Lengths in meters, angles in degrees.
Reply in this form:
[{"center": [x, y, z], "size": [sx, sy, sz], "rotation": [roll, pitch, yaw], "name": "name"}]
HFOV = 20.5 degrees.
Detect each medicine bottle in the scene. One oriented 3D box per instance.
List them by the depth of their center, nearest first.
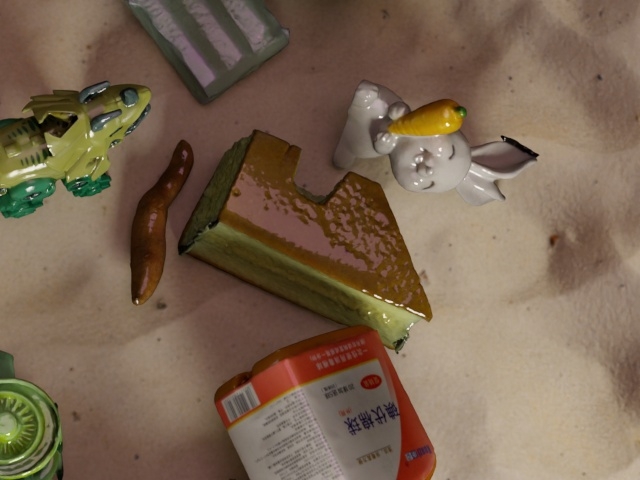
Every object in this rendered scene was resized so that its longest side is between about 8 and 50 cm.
[{"center": [0.020, 0.200, 1.584], "size": [0.149, 0.112, 0.222], "rotation": [-14, 74, -51], "name": "medicine bottle"}]

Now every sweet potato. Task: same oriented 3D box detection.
[{"center": [-0.157, -0.016, 1.670], "size": [0.044, 0.044, 0.179], "rotation": [17, 61, -10], "name": "sweet potato"}]

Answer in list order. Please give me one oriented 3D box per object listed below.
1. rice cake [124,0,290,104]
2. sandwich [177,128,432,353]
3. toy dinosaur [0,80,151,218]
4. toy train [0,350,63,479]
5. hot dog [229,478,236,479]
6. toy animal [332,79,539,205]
[{"center": [-0.140, -0.256, 1.756], "size": [0.127, 0.043, 0.237], "rotation": [-35, 84, -23], "name": "rice cake"}, {"center": [0.000, 0.000, 1.669], "size": [0.236, 0.122, 0.128], "rotation": [27, 70, -8], "name": "sandwich"}, {"center": [-0.275, -0.072, 1.605], "size": [0.259, 0.153, 0.094], "rotation": [-23, 77, -13], "name": "toy dinosaur"}, {"center": [-0.304, 0.229, 1.482], "size": [0.188, 0.159, 0.271], "rotation": [-5, 73, -11], "name": "toy train"}, {"center": [-0.061, 0.332, 1.559], "size": [0.104, 0.076, 0.250], "rotation": [-3, 75, -16], "name": "hot dog"}, {"center": [0.117, -0.098, 1.731], "size": [0.182, 0.131, 0.127], "rotation": [28, 30, 9], "name": "toy animal"}]
